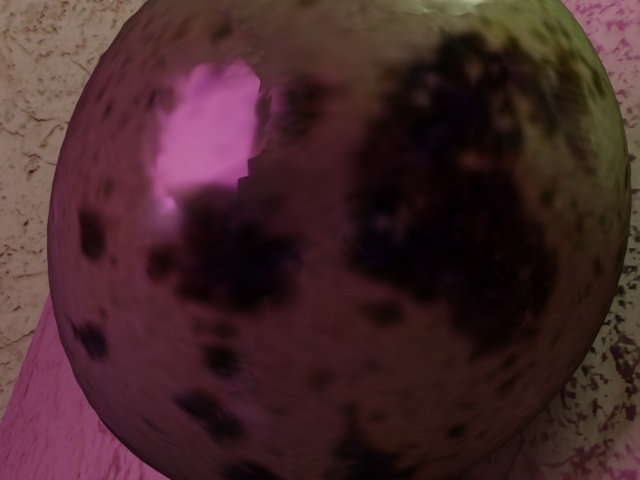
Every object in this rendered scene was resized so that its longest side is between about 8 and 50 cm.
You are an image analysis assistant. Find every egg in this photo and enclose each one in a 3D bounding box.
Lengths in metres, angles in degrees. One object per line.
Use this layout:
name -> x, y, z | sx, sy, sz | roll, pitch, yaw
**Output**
egg -> 0.000, 0.000, 0.613 | 0.428, 0.344, 0.345 | 121, 155, -46
